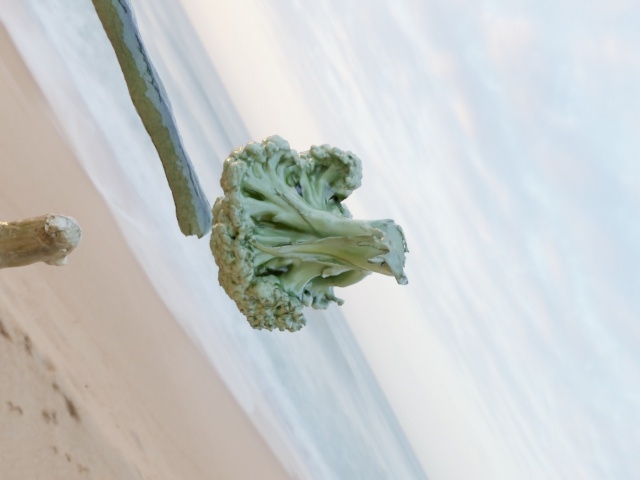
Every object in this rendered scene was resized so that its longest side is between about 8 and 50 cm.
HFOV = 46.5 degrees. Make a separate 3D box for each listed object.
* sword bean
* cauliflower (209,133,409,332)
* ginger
[{"bbox_3d":[-0.153,-0.124,0.670,0.043,0.038,0.270,-50,128,-51],"label":"sword bean"},{"bbox_3d":[-0.013,-0.014,1.071,0.327,0.280,0.261,63,22,-53],"label":"cauliflower"},{"bbox_3d":[-0.402,-0.007,0.831,0.086,0.294,0.131,-81,164,-51],"label":"ginger"}]
